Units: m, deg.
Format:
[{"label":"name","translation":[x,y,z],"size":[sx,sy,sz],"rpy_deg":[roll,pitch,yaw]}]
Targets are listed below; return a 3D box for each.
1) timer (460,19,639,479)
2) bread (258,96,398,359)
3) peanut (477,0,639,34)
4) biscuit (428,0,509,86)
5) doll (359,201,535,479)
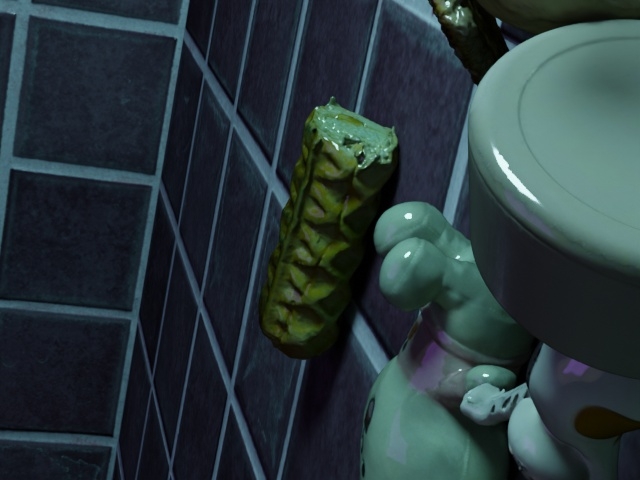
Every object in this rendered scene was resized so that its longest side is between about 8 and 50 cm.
[{"label":"timer","translation":[0.141,0.048,0.617],"size":[0.175,0.175,0.266],"rpy_deg":[-100,11,-45]},{"label":"bread","translation":[0.001,0.001,1.204],"size":[0.087,0.098,0.269],"rpy_deg":[-35,-32,-51]},{"label":"peanut","translation":[0.133,-0.230,0.703],"size":[0.174,0.158,0.340],"rpy_deg":[61,-166,-51]},{"label":"biscuit","translation":[0.088,-0.149,0.782],"size":[0.131,0.025,0.231],"rpy_deg":[71,-166,14]},{"label":"doll","translation":[0.086,0.115,0.841],"size":[0.155,0.113,0.274],"rpy_deg":[-109,22,-75]}]
